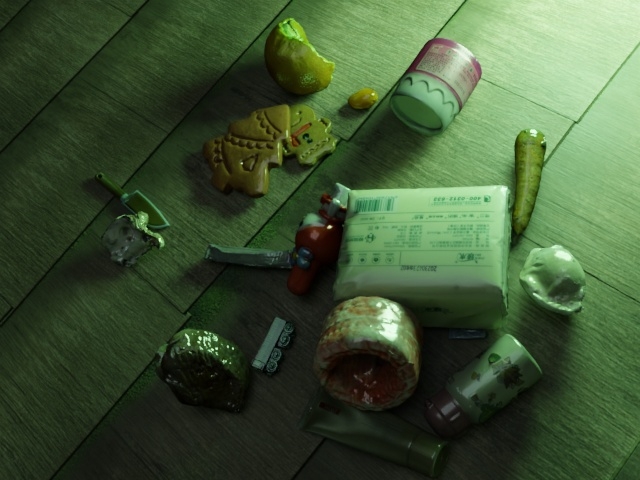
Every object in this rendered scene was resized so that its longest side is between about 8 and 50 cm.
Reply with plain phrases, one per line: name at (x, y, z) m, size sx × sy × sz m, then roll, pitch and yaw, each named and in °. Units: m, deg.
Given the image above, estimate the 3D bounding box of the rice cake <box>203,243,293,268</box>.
rice cake at (-0.179, 0.042, 1.857) m, size 0.270 × 0.049 × 0.055 m, roll 3°, pitch 87°, yaw 21°

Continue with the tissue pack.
tissue pack at (0.238, 0.040, 1.621) m, size 0.381 × 0.207 × 0.297 m, roll 1°, pitch 60°, yaw 19°

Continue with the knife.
knife at (-0.550, -0.122, 2.079) m, size 0.343 × 0.027 × 0.061 m, roll 37°, pitch 76°, yaw 30°

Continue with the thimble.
thimble at (0.104, 0.241, 1.529) m, size 0.239 × 0.239 × 0.162 m, roll -3°, pitch 39°, yaw 17°

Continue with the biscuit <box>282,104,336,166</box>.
biscuit at (-0.052, -0.304, 1.998) m, size 0.166 × 0.036 × 0.225 m, roll -34°, pitch 58°, yaw 1°

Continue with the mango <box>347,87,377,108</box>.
mango at (0.116, -0.392, 1.982) m, size 0.089 × 0.046 × 0.060 m, roll -2°, pitch 61°, yaw 32°

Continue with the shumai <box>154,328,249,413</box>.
shumai at (-0.284, 0.295, 1.721) m, size 0.183 × 0.218 × 0.185 m, roll -68°, pitch 19°, yaw 8°

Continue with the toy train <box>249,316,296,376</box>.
toy train at (-0.111, 0.256, 1.730) m, size 0.071 × 0.038 × 0.147 m, roll 18°, pitch 70°, yaw 25°

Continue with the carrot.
carrot at (0.492, -0.129, 1.711) m, size 0.078 × 0.078 × 0.298 m, roll 6°, pitch 72°, yaw 21°

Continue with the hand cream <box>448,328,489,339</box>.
hand cream at (0.334, 0.210, 1.614) m, size 0.093 × 0.019 × 0.030 m, roll -1°, pitch 62°, yaw 21°

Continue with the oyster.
oyster at (-0.512, 0.001, 1.984) m, size 0.191 × 0.081 × 0.163 m, roll 22°, pitch 100°, yaw 28°

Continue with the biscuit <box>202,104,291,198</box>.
biscuit at (-0.194, -0.265, 2.000) m, size 0.284 × 0.043 × 0.306 m, roll 38°, pitch 87°, yaw 34°

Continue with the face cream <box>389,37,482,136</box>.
face cream at (0.297, -0.394, 1.842) m, size 0.175 × 0.175 × 0.194 m, roll 25°, pitch 74°, yaw 28°

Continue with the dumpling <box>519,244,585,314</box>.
dumpling at (0.507, 0.084, 1.568) m, size 0.136 × 0.118 × 0.199 m, roll -7°, pitch 41°, yaw 14°

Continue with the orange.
orange at (-0.075, -0.513, 2.027) m, size 0.159 × 0.179 × 0.237 m, roll -33°, pitch 60°, yaw -3°

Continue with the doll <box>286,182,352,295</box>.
doll at (0.000, 0.000, 1.753) m, size 0.130 × 0.161 × 0.290 m, roll 27°, pitch 95°, yaw 4°

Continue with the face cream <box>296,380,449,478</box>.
face cream at (0.111, 0.412, 1.558) m, size 0.341 × 0.084 × 0.137 m, roll 17°, pitch 73°, yaw 33°

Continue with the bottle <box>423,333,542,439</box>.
bottle at (0.333, 0.316, 1.503) m, size 0.253 × 0.120 × 0.120 m, roll -38°, pitch 59°, yaw -1°
